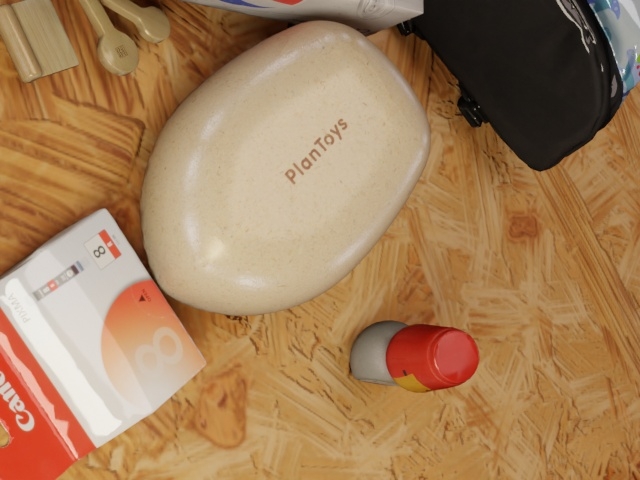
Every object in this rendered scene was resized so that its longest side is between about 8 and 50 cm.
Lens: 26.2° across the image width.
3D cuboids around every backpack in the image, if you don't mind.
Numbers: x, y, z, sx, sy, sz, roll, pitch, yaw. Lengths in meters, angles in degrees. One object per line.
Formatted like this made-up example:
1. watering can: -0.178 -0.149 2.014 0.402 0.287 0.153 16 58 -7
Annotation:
1. backpack: 0.261 -0.290 1.387 0.290 0.273 0.355 53 36 -7

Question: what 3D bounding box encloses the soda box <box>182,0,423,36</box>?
1. soda box: -0.056 -0.238 1.092 0.286 0.091 0.098 7 79 -32

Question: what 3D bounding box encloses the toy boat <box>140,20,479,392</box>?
1. toy boat: 0.000 0.000 1.112 0.267 0.148 0.318 -41 102 -22

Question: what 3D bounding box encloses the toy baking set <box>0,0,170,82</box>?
1. toy baking set: -0.208 -0.234 1.073 0.197 0.030 0.256 7 69 -42

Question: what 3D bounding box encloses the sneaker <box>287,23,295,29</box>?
1. sneaker: 0.010 -0.164 1.227 0.077 0.072 0.178 41 65 -31

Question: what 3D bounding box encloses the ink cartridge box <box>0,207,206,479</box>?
1. ink cartridge box: -0.182 0.080 0.983 0.179 0.045 0.145 -42 104 -44
